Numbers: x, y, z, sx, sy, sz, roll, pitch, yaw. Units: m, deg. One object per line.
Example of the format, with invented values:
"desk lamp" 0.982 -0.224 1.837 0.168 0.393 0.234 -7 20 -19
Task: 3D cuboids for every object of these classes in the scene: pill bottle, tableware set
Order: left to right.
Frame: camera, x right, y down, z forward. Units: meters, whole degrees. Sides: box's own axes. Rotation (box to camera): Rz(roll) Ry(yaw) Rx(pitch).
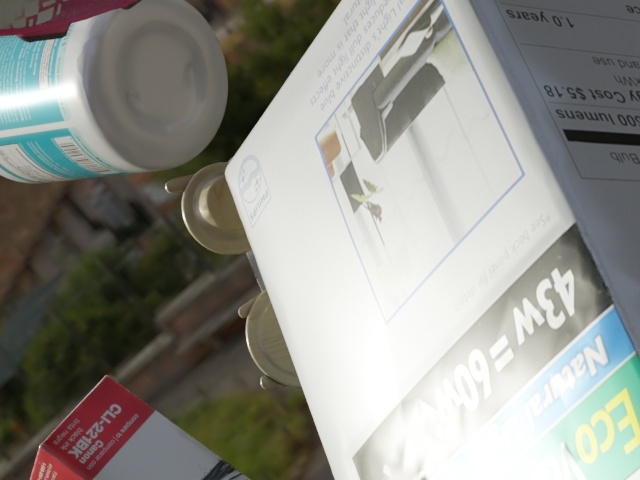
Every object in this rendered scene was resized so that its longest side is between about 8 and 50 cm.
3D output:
"pill bottle" -0.209 -0.123 1.474 0.264 0.146 0.146 -2 40 48
"tableware set" 0.000 0.000 1.022 0.141 0.169 0.020 -22 -7 -21

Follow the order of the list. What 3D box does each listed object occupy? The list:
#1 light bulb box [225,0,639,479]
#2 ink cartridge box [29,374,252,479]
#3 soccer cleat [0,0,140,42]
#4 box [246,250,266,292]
"light bulb box" 0.194 0.046 0.894 0.225 0.358 0.361 -53 47 41
"ink cartridge box" -0.152 0.292 1.737 0.114 0.273 0.197 -49 -11 -39
"soccer cleat" -0.045 -0.209 0.749 0.331 0.116 0.143 -37 -18 -30
"box" 0.067 -0.029 1.690 0.231 0.056 0.183 -23 2 28
